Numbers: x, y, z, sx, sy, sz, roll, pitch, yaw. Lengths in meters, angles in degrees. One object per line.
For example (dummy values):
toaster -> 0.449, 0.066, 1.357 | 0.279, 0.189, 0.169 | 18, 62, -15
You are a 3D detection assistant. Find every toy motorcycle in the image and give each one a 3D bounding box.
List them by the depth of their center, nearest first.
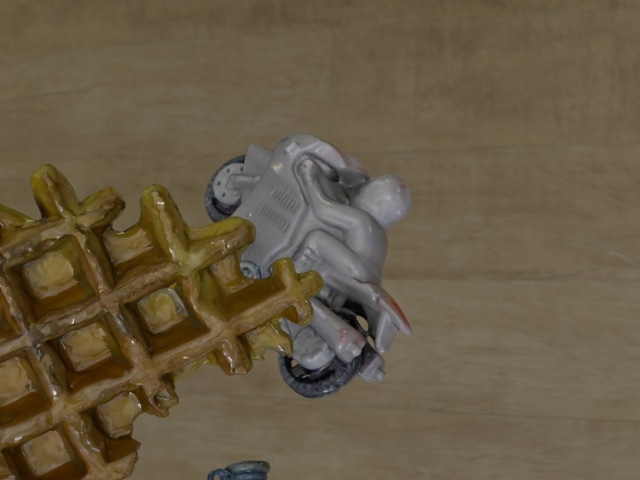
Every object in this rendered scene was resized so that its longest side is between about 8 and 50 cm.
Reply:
toy motorcycle -> 0.000, 0.000, 1.050 | 0.171, 0.110, 0.260 | -34, 52, 8

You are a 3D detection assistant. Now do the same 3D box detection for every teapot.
teapot -> -0.073, 0.246, 1.166 | 0.063, 0.049, 0.083 | -5, 69, -6

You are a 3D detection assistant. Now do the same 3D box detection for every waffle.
waffle -> -0.145, 0.105, 0.658 | 0.259, 0.069, 0.293 | 15, 92, -16
